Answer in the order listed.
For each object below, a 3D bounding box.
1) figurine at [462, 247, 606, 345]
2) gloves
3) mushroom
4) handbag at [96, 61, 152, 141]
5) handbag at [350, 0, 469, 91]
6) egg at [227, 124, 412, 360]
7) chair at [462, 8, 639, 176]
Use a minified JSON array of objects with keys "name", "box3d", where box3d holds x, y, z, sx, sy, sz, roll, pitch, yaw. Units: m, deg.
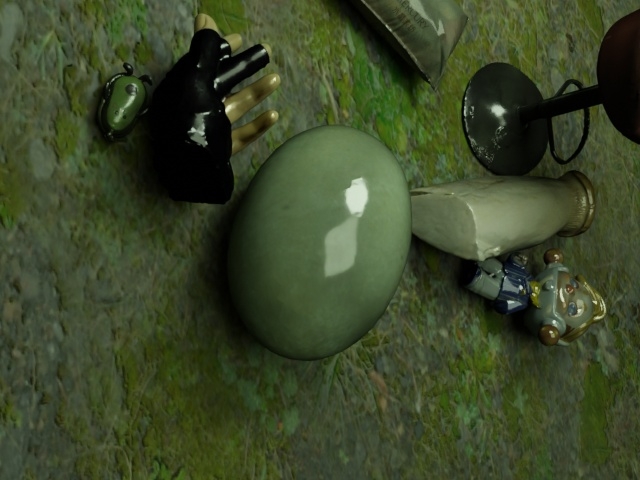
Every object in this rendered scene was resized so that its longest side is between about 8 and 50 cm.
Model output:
[{"name":"figurine","box3d":[0.383,0.109,1.471,0.275,0.133,0.193,4,61,-25]},{"name":"gloves","box3d":[-0.157,-0.200,1.147,0.197,0.152,0.301,75,34,-45]},{"name":"mushroom","box3d":[0.335,-0.048,1.432,0.408,0.154,0.137,-8,108,-31]},{"name":"handbag","box3d":[-0.279,-0.188,1.134,0.072,0.047,0.111,27,70,-27]},{"name":"handbag","box3d":[0.152,-0.408,1.376,0.270,0.117,0.182,44,58,-20]},{"name":"egg","box3d":[0.000,0.000,1.168,0.258,0.258,0.352,31,74,-26]},{"name":"chair","box3d":[0.456,-0.245,1.376,0.227,0.401,0.226,3,84,-30]}]
